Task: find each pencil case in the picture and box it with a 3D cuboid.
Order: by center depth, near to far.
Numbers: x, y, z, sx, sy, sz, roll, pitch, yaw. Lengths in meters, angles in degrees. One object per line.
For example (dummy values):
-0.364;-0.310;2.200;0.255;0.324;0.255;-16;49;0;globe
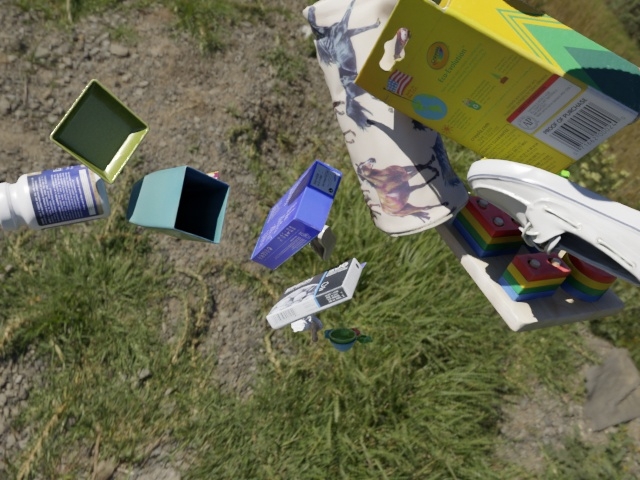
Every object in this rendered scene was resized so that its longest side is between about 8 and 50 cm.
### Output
0.110;-0.220;0.972;0.183;0.160;0.410;-31;106;-45;pencil case

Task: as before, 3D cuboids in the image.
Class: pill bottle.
-0.703;-0.110;1.583;0.265;0.153;0.153;-13;61;-19;pill bottle

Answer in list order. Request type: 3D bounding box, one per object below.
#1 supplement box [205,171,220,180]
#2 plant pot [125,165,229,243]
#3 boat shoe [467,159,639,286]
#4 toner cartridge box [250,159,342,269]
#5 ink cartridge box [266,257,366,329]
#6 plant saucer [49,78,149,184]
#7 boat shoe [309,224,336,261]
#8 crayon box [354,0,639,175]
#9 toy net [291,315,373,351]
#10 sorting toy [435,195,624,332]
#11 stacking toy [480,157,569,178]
-0.333;-0.174;1.826;0.055;0.043;0.083;-11;27;-6;supplement box
-0.395;-0.092;1.594;0.165;0.234;0.165;23;73;-54;plant pot
0.311;-0.023;0.796;0.268;0.096;0.088;27;80;15;boat shoe
-0.068;-0.052;1.496;0.075;0.348;0.165;27;65;-13;toner cartridge box
-0.005;0.113;1.411;0.045;0.206;0.208;61;22;-11;ink cartridge box
-0.550;-0.268;1.489;0.188;0.045;0.188;44;66;-40;plant saucer
0.000;0.000;1.772;0.065;0.206;0.075;24;73;17;boat shoe
0.225;-0.214;0.796;0.319;0.202;0.081;27;65;-6;crayon box
0.020;0.224;1.546;0.122;0.045;0.232;-19;25;-39;toy net
0.370;0.017;1.029;0.255;0.089;0.257;-3;44;-29;sorting toy
0.545;-0.228;1.570;0.221;0.052;0.167;14;50;21;stacking toy
